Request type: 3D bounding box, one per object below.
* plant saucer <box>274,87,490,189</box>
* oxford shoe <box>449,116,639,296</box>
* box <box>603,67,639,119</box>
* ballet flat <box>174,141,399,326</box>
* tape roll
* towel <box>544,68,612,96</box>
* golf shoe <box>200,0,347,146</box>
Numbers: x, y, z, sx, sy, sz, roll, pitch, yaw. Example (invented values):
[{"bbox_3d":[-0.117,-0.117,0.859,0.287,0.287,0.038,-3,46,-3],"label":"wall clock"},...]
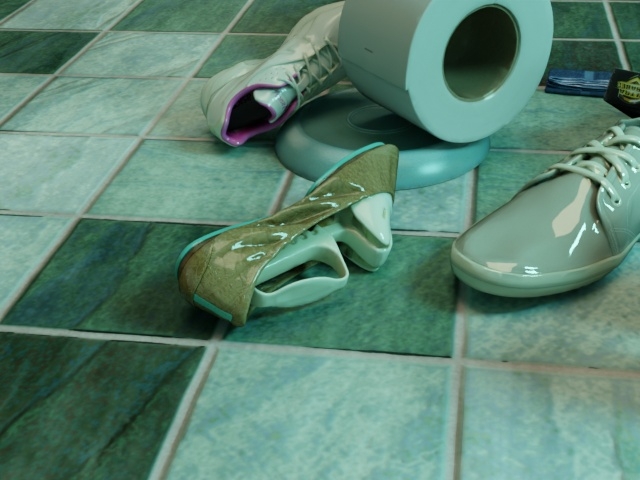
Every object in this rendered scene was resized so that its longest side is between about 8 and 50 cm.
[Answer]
[{"bbox_3d":[0.089,-0.163,1.378,0.317,0.044,0.318,-2,30,1],"label":"plant saucer"},{"bbox_3d":[0.325,-0.059,1.099,0.449,0.130,0.169,-23,38,-29],"label":"oxford shoe"},{"bbox_3d":[0.518,-0.172,1.275,0.220,0.051,0.175,21,8,34],"label":"box"},{"bbox_3d":[0.000,0.000,1.056,0.342,0.116,0.124,-29,60,-37],"label":"ballet flat"},{"bbox_3d":[0.169,-0.274,1.279,0.246,0.246,0.169,-18,34,-25],"label":"tape roll"},{"bbox_3d":[0.427,-0.258,1.527,0.119,0.029,0.067,7,31,16],"label":"towel"},{"bbox_3d":[-0.034,-0.235,1.370,0.306,0.115,0.140,-32,31,11],"label":"golf shoe"}]
